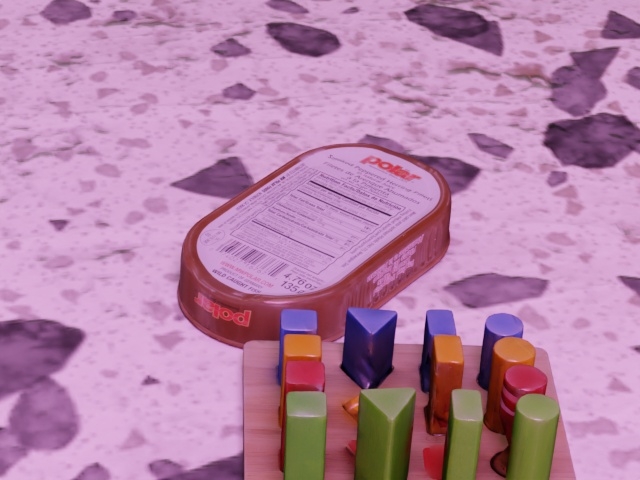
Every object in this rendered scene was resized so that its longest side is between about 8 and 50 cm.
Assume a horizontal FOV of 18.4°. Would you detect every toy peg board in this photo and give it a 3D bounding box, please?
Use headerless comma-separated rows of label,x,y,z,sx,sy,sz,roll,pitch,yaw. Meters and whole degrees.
toy peg board,0.044,0.078,0.957,0.161,0.079,0.161,2,34,-4

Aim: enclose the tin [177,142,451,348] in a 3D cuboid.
tin,0.000,0.000,1.110,0.106,0.040,0.189,27,40,25
